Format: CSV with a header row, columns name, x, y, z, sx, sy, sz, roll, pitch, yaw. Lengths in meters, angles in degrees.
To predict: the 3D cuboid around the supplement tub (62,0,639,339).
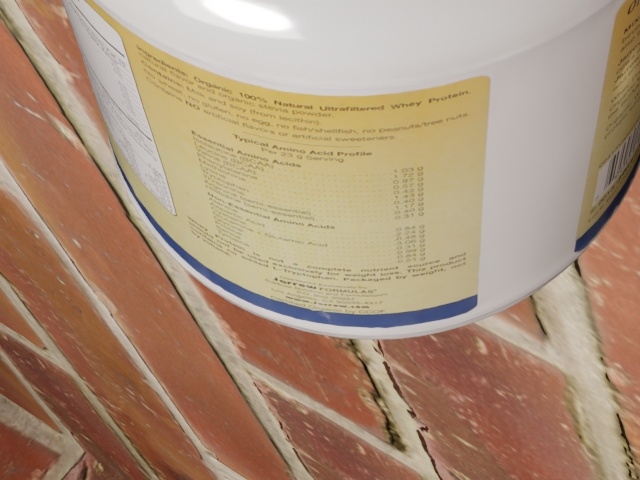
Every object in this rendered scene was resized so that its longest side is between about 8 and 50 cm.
name,x,y,z,sx,sy,sz,roll,pitch,yaw
supplement tub,0.017,-0.118,0.645,0.228,0.228,0.316,34,162,16
